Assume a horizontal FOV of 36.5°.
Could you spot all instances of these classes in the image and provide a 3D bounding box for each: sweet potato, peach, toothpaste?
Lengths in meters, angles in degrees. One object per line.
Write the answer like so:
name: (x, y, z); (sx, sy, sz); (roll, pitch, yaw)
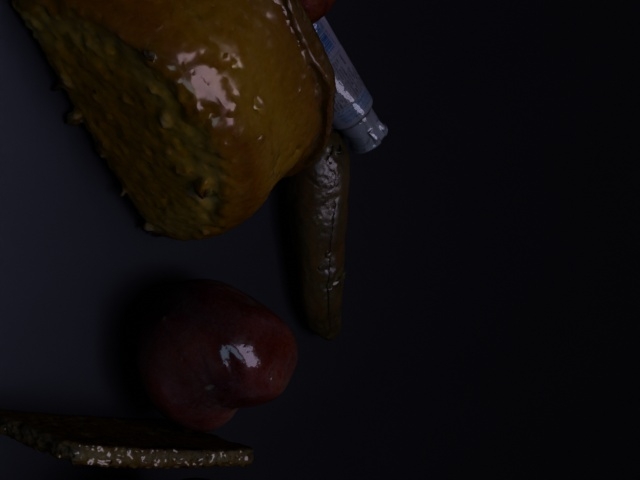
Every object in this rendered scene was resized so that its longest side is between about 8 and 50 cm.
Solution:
sweet potato: (0.000, 0.000, 1.111); (0.075, 0.075, 0.273); (-25, 121, -45)
peach: (-0.111, 0.110, 0.946); (0.152, 0.152, 0.152); (-17, 113, -47)
toothpaste: (0.000, -0.196, 1.075); (0.089, 0.057, 0.234); (-55, 129, -23)

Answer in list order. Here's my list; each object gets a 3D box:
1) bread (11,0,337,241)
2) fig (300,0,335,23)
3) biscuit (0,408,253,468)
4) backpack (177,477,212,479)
bread: (-0.103, -0.146, 0.857); (0.194, 0.179, 0.340); (-50, 133, -30)
fig: (-0.028, -0.262, 0.964); (0.150, 0.128, 0.128); (18, 86, -50)
biscuit: (-0.177, 0.186, 0.896); (0.231, 0.131, 0.025); (16, 84, -50)
backpack: (-0.067, 0.396, 0.830); (0.363, 0.445, 0.255); (-51, 145, -8)
